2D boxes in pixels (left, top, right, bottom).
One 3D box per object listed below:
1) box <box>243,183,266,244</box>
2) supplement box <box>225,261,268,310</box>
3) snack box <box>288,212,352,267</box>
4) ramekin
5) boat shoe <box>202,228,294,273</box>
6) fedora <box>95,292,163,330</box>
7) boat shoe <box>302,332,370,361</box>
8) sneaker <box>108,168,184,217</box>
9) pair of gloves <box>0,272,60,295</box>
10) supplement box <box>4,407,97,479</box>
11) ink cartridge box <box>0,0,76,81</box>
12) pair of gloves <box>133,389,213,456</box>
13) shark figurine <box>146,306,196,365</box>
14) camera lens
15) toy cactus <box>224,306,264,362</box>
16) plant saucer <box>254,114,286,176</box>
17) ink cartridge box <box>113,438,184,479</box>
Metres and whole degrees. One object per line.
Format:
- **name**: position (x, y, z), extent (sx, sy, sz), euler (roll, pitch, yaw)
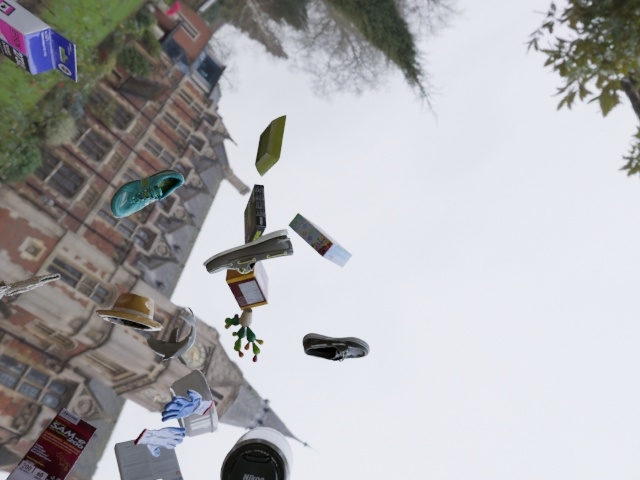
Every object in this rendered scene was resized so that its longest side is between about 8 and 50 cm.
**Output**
- **box**: position (-0.245, -0.080, 1.795), extent (0.184, 0.045, 0.190), euler (121, -32, -53)
- **supplement box**: position (-0.322, 0.171, 2.160), extent (0.129, 0.194, 0.191), euler (-14, -144, 5)
- **snack box**: position (0.000, 0.000, 1.815), extent (0.070, 0.174, 0.207), euler (-50, -122, 5)
- **ramekin**: position (-0.535, 0.690, 2.020), extent (0.127, 0.272, 0.273), euler (-16, -162, -28)
- **boat shoe**: position (-0.234, 0.055, 1.559), extent (0.305, 0.091, 0.109), euler (-21, 176, 9)
- **fedora**: position (-0.514, 0.192, 1.326), extent (0.194, 0.194, 0.079), euler (-11, -120, 44)
- **boat shoe**: position (0.051, 0.342, 1.491), extent (0.070, 0.220, 0.077), euler (-103, -156, -60)
- **sneaker**: position (-0.599, -0.170, 1.673), extent (0.275, 0.107, 0.110), euler (-38, -146, -28)
- **pair of gloves**: position (-0.883, 0.136, 1.334), extent (0.204, 0.042, 0.240), euler (-18, -178, 29)
- **supplement box**: position (-0.776, 0.620, 1.410), extent (0.073, 0.130, 0.239), euler (-47, -167, 17)
- **ink cartridge box**: position (-0.753, -0.512, 1.124), extent (0.176, 0.371, 0.069), euler (-27, -147, 62)
- **pair of gloves**: position (-0.358, 0.451, 1.187), extent (0.023, 0.159, 0.198), euler (38, -91, 34)
- **shark figurine**: position (-0.504, 0.366, 1.687), extent (0.278, 0.166, 0.116), euler (-37, 180, 29)
- **camera lens**: position (-0.203, 0.749, 1.605), extent (0.219, 0.219, 0.274), euler (-50, 173, -8)
- **toy cactus**: position (-0.279, 0.332, 1.809), extent (0.219, 0.112, 0.180), euler (46, -52, 44)
- **plant saucer**: position (-0.193, -0.354, 1.797), extent (0.188, 0.045, 0.188), euler (-27, -128, 59)
- **ink cartridge box**: position (-0.676, 0.882, 1.904), extent (0.224, 0.224, 0.045), euler (55, -51, 39)
